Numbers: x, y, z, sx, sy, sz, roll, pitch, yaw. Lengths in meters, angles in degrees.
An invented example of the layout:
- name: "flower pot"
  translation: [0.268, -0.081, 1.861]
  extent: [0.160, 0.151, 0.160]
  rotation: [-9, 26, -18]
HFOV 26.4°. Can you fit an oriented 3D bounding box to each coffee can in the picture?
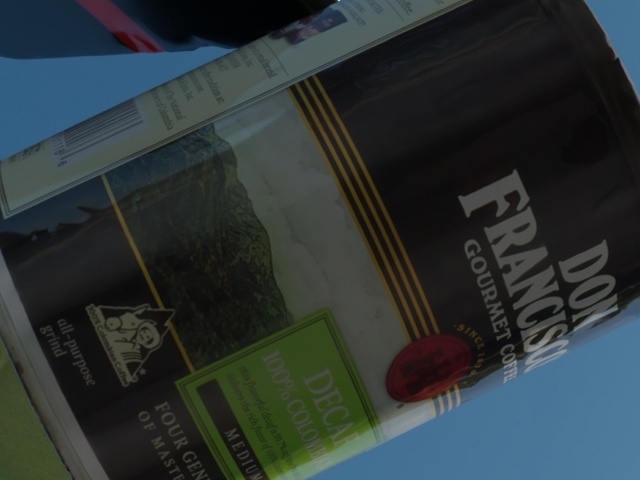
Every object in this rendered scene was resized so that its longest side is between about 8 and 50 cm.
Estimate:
- name: "coffee can"
  translation: [0.000, 0.000, 0.644]
  extent: [0.275, 0.201, 0.201]
  rotation: [-26, -65, -3]

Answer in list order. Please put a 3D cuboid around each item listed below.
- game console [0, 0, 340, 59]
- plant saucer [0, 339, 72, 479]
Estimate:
- name: "game console"
  translation: [-0.204, -0.227, 0.784]
  extent: [0.342, 0.060, 0.386]
  rotation: [2, -25, 35]
- name: "plant saucer"
  translation: [-0.151, 0.115, 0.994]
  extent: [0.241, 0.241, 0.037]
  rotation: [-1, -47, -2]
